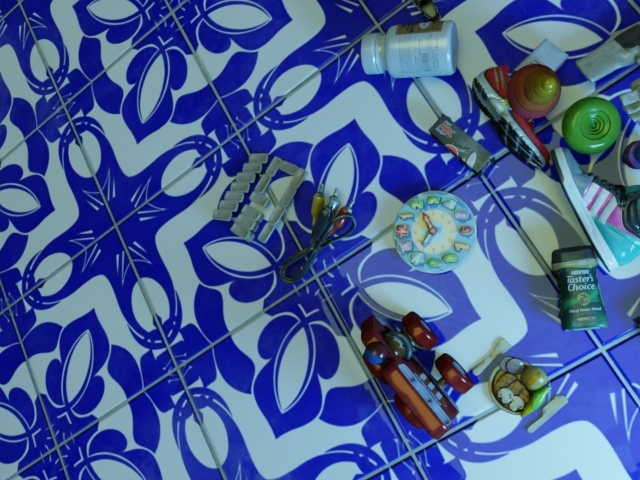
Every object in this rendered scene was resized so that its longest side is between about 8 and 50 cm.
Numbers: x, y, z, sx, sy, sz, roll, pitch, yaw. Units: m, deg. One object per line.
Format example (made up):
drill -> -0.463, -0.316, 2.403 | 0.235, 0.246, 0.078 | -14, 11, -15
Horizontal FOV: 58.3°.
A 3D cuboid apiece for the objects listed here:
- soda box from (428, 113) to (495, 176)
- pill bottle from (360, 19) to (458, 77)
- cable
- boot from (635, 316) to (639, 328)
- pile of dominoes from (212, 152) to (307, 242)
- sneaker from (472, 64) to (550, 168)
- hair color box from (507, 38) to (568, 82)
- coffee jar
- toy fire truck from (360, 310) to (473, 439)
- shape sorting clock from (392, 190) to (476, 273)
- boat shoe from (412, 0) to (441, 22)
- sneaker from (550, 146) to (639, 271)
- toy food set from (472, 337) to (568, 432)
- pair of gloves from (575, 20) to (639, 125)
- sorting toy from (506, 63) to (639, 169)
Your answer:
soda box -> 0.348, -0.234, 1.418 | 0.060, 0.053, 0.169 | -47, 68, 9
pill bottle -> 0.226, -0.483, 1.461 | 0.229, 0.131, 0.131 | 3, 83, 22
cable -> 0.000, 0.000, 1.536 | 0.139, 0.072, 0.287 | 28, 105, 6
boot -> 0.735, 0.114, 1.197 | 0.178, 0.085, 0.237 | -33, 72, 16
pile of dominoes -> -0.170, -0.122, 1.629 | 0.195, 0.040, 0.251 | 29, 85, 23
sneaker -> 0.473, -0.302, 1.357 | 0.118, 0.107, 0.279 | -29, 76, 1
hair color box -> 0.510, -0.404, 1.344 | 0.072, 0.043, 0.141 | 42, 67, 11
coffee jar -> 0.569, 0.105, 1.266 | 0.096, 0.079, 0.185 | -10, 78, 19
toy fire truck -> 0.197, 0.291, 1.291 | 0.169, 0.254, 0.302 | -42, 70, 11
shape sorting clock -> 0.280, -0.022, 1.420 | 0.206, 0.040, 0.207 | -3, 81, 21
boat shoe -> 0.275, -0.624, 1.513 | 0.046, 0.038, 0.125 | -28, 73, 15
sneaker -> 0.638, -0.101, 1.243 | 0.178, 0.123, 0.296 | -28, 80, 20
toy food set -> 0.447, 0.331, 1.302 | 0.132, 0.038, 0.192 | -48, 69, 9
pair of gloves -> 0.722, -0.382, 1.276 | 0.204, 0.042, 0.240 | -37, 59, 8
sorting toy -> 0.579, -0.264, 1.232 | 0.365, 0.126, 0.127 | 32, 99, 2
